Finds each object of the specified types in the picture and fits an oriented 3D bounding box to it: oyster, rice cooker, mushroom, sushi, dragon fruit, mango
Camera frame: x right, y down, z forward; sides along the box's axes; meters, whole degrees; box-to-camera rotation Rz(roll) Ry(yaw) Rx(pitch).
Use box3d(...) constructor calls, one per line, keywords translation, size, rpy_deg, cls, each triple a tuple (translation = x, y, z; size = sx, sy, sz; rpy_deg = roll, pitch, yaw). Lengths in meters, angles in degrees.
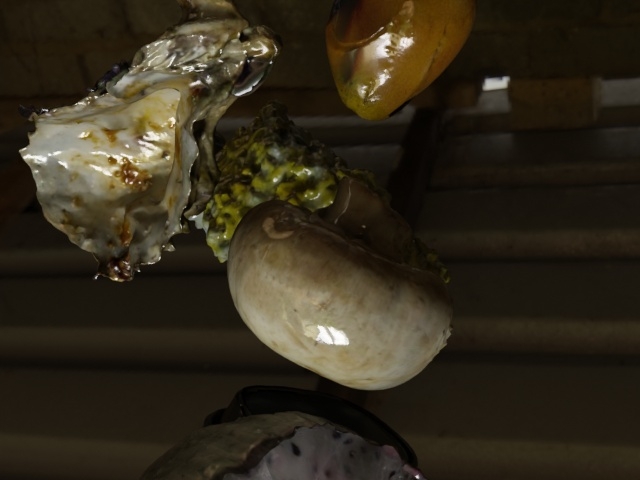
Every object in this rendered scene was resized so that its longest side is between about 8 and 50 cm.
box3d(translation=(-0.171, -0.109, 0.924), size=(0.198, 0.337, 0.133), rpy_deg=(37, -137, -6), cls="oyster")
box3d(translation=(-0.028, 0.308, 1.162), size=(0.267, 0.224, 0.267), rpy_deg=(18, -168, -4), cls="rice cooker")
box3d(translation=(0.017, 0.029, 0.676), size=(0.127, 0.166, 0.166), rpy_deg=(-56, -144, 6), cls="mushroom")
box3d(translation=(0.000, 0.000, 1.443), size=(0.240, 0.396, 0.351), rpy_deg=(-46, -130, 3), cls="sushi")
box3d(translation=(-0.037, 0.241, 0.788), size=(0.221, 0.283, 0.203), rpy_deg=(-7, -122, 62), cls="dragon fruit")
box3d(translation=(0.109, -0.261, 1.269), size=(0.166, 0.236, 0.136), rpy_deg=(8, -145, -48), cls="mango")

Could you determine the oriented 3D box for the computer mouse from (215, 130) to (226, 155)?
box3d(translation=(-0.215, -0.155, 1.690), size=(0.106, 0.062, 0.192), rpy_deg=(17, -149, 6), cls="computer mouse")
